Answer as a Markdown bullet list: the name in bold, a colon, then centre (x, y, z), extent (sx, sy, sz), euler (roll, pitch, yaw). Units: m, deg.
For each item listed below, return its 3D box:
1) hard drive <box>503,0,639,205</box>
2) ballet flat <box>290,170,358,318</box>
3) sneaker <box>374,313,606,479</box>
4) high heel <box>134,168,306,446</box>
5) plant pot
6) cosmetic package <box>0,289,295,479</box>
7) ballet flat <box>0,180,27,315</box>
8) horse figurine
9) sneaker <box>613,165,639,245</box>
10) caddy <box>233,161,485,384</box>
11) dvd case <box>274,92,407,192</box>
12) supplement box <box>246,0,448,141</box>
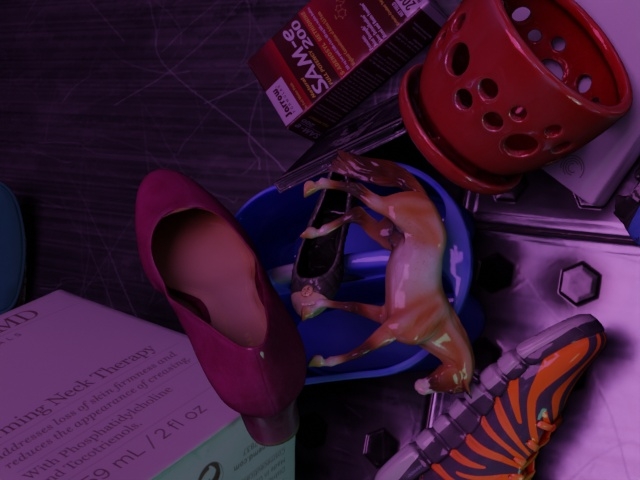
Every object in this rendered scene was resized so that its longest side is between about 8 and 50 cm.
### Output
- **hard drive**: centre (0.305, -0.247, 0.954), extent (0.233, 0.047, 0.353), euler (44, 119, 31)
- **ballet flat**: centre (0.000, 0.000, 0.937), extent (0.058, 0.049, 0.173), euler (3, 62, 21)
- **sneaker**: centre (0.215, 0.231, 0.938), extent (0.321, 0.125, 0.180), euler (-51, 63, 25)
- **high heel**: centre (-0.111, 0.019, 0.916), extent (0.127, 0.181, 0.377), euler (-26, 56, -15)
- **plant pot**: centre (0.186, -0.151, 0.906), extent (0.174, 0.191, 0.191), euler (-43, 60, 37)
- **cosmetic package**: centre (-0.278, 0.300, 1.027), extent (0.394, 0.329, 0.327), euler (15, 116, 32)
- **ballet flat**: centre (-0.550, 0.146, 1.399), extent (0.182, 0.164, 0.482), euler (-24, 69, 47)
- **horse figurine**: centre (0.068, 0.026, 0.892), extent (0.175, 0.066, 0.263), euler (0, 77, -10)
- **sneaker**: centre (0.373, -0.061, 0.921), extent (0.152, 0.058, 0.084), euler (-45, 70, 24)
- **caddy**: centre (0.028, 0.045, 1.040), extent (0.341, 0.179, 0.241), euler (-12, 73, 29)
- **dvd case**: centre (0.050, -0.129, 1.054), extent (0.165, 0.221, 0.018), euler (-24, 103, 25)
- **supplement box**: centre (0.032, -0.256, 1.159), extent (0.239, 0.073, 0.130), euler (-40, 63, 19)
